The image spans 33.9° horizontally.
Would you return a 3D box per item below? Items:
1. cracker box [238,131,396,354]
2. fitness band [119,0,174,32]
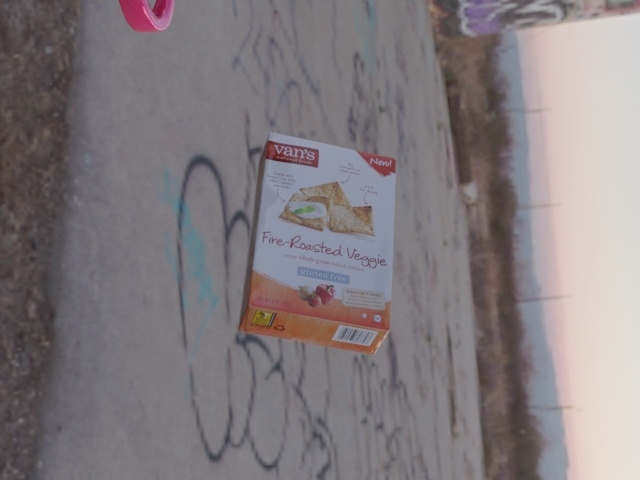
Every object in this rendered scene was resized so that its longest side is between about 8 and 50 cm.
[{"bbox_3d":[0.000,0.000,1.173,0.067,0.155,0.232,115,-17,-55],"label":"cracker box"},{"bbox_3d":[-0.292,-0.482,1.696,0.209,0.054,0.291,-80,165,-60],"label":"fitness band"}]
